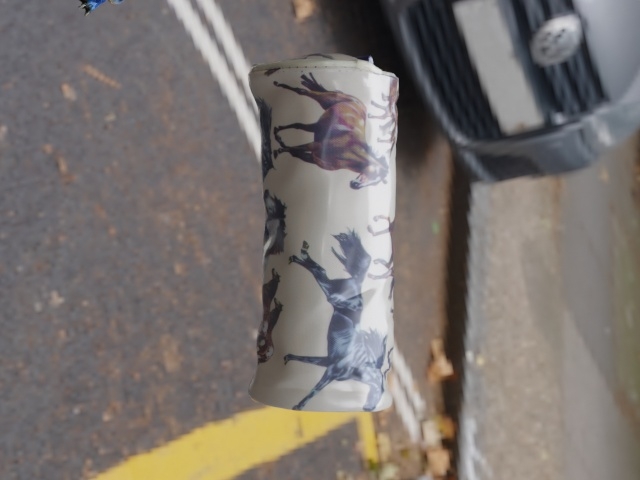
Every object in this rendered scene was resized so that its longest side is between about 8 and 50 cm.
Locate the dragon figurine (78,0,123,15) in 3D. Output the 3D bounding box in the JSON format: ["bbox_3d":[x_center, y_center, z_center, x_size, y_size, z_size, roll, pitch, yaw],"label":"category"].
[{"bbox_3d":[-0.278,-0.372,1.959,0.289,0.144,0.085,26,43,-63],"label":"dragon figurine"}]

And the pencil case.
[{"bbox_3d":[0.000,0.000,1.641,0.183,0.159,0.411,-163,-108,-64],"label":"pencil case"}]
